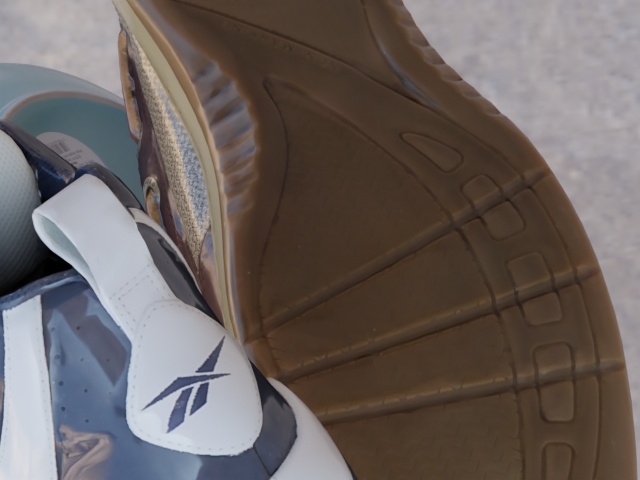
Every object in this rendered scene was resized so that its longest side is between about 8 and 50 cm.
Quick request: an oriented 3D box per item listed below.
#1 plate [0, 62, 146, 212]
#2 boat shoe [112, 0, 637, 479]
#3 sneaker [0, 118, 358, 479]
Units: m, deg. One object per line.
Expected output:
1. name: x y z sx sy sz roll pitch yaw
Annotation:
1. plate: -0.076 -0.003 0.747 0.024 0.188 0.188 -45 64 32
2. boat shoe: 0.000 0.000 0.679 0.342 0.123 0.123 62 160 26
3. sneaker: -0.103 0.031 0.522 0.235 0.094 0.153 1 122 52
